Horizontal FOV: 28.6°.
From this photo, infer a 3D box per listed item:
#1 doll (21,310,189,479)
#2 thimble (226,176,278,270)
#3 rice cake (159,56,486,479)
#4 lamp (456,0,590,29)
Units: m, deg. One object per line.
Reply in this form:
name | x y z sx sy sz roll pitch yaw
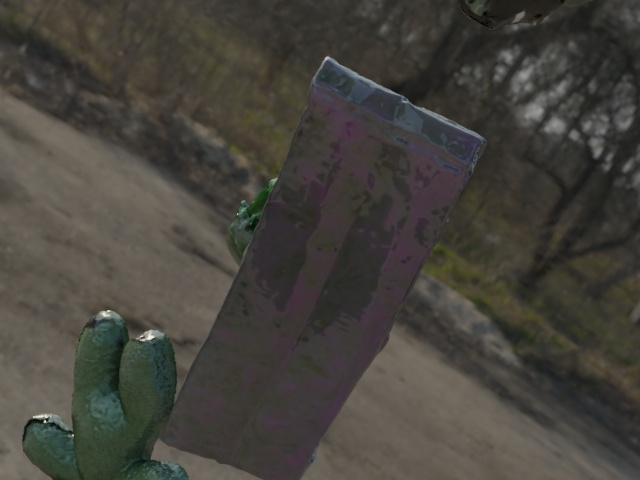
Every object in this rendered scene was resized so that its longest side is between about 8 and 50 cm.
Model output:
doll | -0.107 0.117 0.669 0.115 0.150 0.077 16 8 30
thimble | 0.000 0.000 0.878 0.090 0.118 0.130 52 29 16
rice cake | -0.004 0.034 0.768 0.106 0.298 0.050 28 33 4
lamp | 0.168 -0.218 0.644 0.182 0.182 0.314 34 33 4
